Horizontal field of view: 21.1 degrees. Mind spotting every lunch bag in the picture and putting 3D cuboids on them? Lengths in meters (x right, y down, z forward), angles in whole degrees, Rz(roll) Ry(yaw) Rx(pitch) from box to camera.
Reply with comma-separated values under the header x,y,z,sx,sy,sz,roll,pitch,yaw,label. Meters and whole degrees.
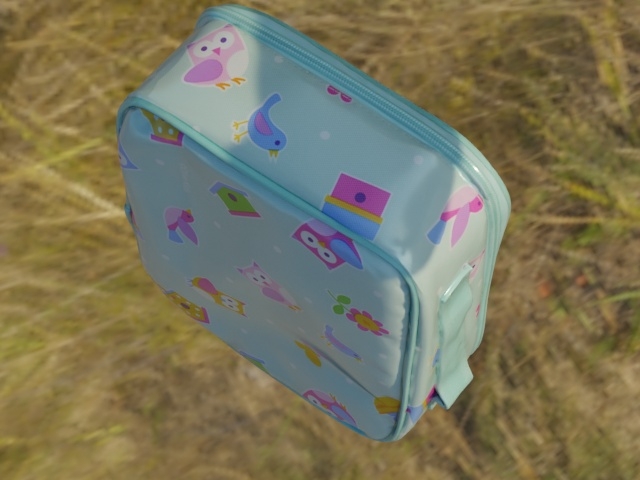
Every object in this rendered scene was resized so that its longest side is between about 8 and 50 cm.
x,y,z,sx,sy,sz,roll,pitch,yaw,label
0.000,0.000,1.013,0.224,0.108,0.279,30,158,14,lunch bag
